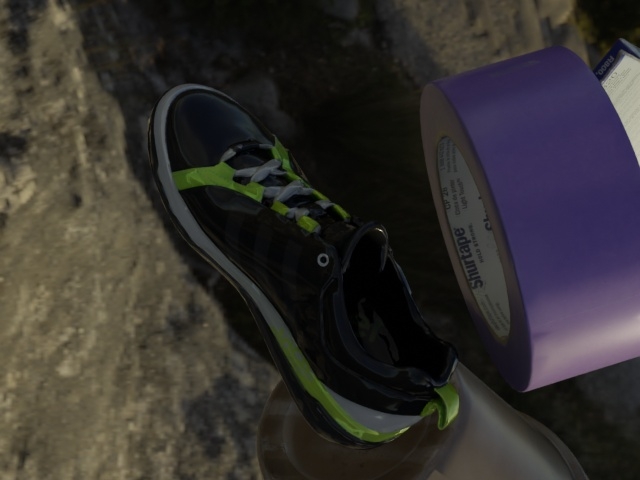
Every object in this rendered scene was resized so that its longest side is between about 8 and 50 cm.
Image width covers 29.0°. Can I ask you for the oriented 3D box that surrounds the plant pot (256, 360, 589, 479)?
[{"bbox_3d":[0.080,0.235,1.146,0.323,0.323,0.280,-61,140,-30],"label":"plant pot"}]

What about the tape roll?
[{"bbox_3d":[0.124,-0.013,0.724,0.080,0.189,0.189,-16,98,-5],"label":"tape roll"}]

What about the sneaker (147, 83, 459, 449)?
[{"bbox_3d":[0.000,0.000,0.662,0.084,0.097,0.234,-29,81,-43],"label":"sneaker"}]

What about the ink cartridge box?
[{"bbox_3d":[0.244,-0.085,1.173,0.045,0.223,0.224,47,21,27],"label":"ink cartridge box"}]
